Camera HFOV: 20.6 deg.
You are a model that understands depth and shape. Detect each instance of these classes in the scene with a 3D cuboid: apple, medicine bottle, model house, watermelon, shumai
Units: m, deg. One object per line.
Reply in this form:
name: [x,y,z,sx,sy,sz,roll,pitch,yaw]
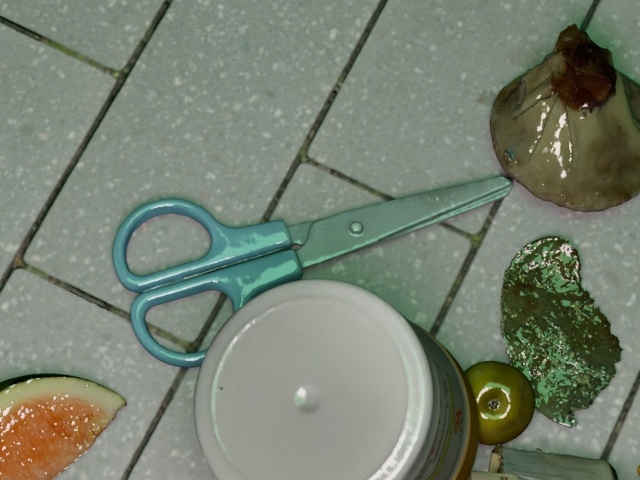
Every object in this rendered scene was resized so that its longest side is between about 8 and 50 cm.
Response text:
apple: [0.181,0.171,1.847,0.090,0.074,0.089,0,91,3]
medicine bottle: [0.020,0.174,1.728,0.238,0.232,0.237,-4,76,16]
model house: [0.212,0.346,1.732,0.178,0.271,0.206,7,106,-1]
watermelon: [-0.325,0.209,1.830,0.245,0.063,0.119,-36,94,-19]
shumai: [0.292,-0.138,1.938,0.201,0.120,0.201,1,67,-3]

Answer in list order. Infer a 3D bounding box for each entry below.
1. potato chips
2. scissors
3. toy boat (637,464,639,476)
potato chips: [0.261,0.099,1.902,0.142,0.026,0.209,12,71,0]
scissors: [0.000,0.000,1.925,0.447,0.029,0.192,-16,72,-7]
toy boat: [0.364,0.383,1.753,0.099,0.141,0.317,11,68,-46]
